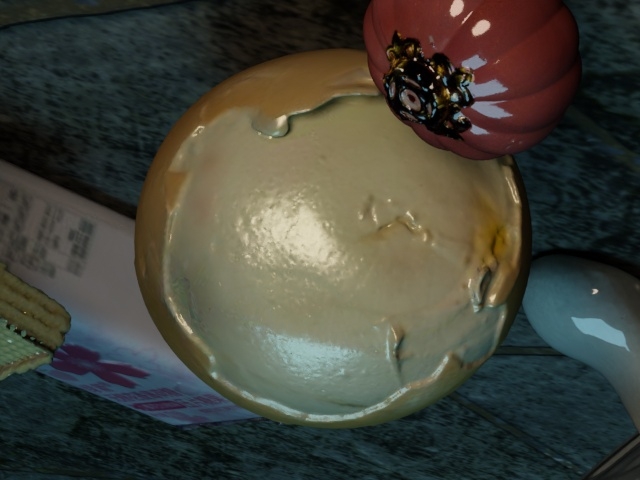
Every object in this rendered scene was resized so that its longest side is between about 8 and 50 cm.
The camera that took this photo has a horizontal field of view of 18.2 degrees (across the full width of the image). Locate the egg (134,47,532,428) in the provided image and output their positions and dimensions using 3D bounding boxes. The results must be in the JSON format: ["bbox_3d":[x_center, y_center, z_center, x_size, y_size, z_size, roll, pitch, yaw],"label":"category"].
[{"bbox_3d":[0.000,0.000,1.067,0.201,0.201,0.244,21,173,-17],"label":"egg"}]

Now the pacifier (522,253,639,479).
[{"bbox_3d":[0.201,0.094,1.277,0.207,0.227,0.279,56,161,5],"label":"pacifier"}]

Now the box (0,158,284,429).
[{"bbox_3d":[-0.194,0.038,1.474,0.369,0.112,0.190,26,160,-28],"label":"box"}]

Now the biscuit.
[{"bbox_3d":[-0.294,0.053,1.348,0.150,0.052,0.252,32,147,-31],"label":"biscuit"}]

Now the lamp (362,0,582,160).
[{"bbox_3d":[0.069,-0.088,0.916,0.107,0.092,0.107,32,144,27],"label":"lamp"}]
